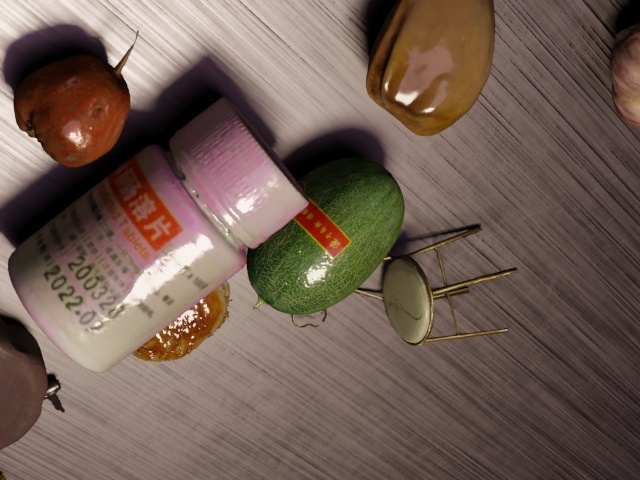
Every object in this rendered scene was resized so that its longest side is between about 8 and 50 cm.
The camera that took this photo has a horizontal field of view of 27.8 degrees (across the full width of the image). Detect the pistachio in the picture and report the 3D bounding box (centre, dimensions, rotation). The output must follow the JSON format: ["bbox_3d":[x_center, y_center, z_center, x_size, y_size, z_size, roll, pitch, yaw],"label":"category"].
[{"bbox_3d":[0.173,-0.279,1.841,0.212,0.163,0.260,20,99,-53],"label":"pistachio"}]

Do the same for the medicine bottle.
[{"bbox_3d":[-0.223,-0.009,1.805,0.388,0.219,0.219,-37,127,5],"label":"medicine bottle"}]

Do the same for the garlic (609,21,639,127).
[{"bbox_3d":[0.536,-0.279,1.989,0.245,0.160,0.245,-27,145,-21],"label":"garlic"}]

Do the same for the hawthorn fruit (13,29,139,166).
[{"bbox_3d":[-0.307,-0.175,1.710,0.189,0.149,0.149,-18,126,-8],"label":"hawthorn fruit"}]

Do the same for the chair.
[{"bbox_3d":[0.134,0.089,2.059,0.325,0.170,0.160,-9,126,-24],"label":"chair"}]

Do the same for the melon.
[{"bbox_3d":[0.000,0.000,1.918,0.288,0.182,0.182,-48,127,-7],"label":"melon"}]

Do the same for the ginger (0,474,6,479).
[{"bbox_3d":[-0.562,0.433,2.028,0.073,0.103,0.162,38,96,0],"label":"ginger"}]

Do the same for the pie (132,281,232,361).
[{"bbox_3d":[-0.229,0.106,1.968,0.193,0.079,0.163,-35,122,4],"label":"pie"}]

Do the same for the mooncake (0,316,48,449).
[{"bbox_3d":[-0.520,0.207,1.874,0.245,0.133,0.245,-10,124,-16],"label":"mooncake"}]

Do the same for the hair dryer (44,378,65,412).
[{"bbox_3d":[-0.429,0.251,2.011,0.079,0.031,0.083,-22,135,5],"label":"hair dryer"}]
